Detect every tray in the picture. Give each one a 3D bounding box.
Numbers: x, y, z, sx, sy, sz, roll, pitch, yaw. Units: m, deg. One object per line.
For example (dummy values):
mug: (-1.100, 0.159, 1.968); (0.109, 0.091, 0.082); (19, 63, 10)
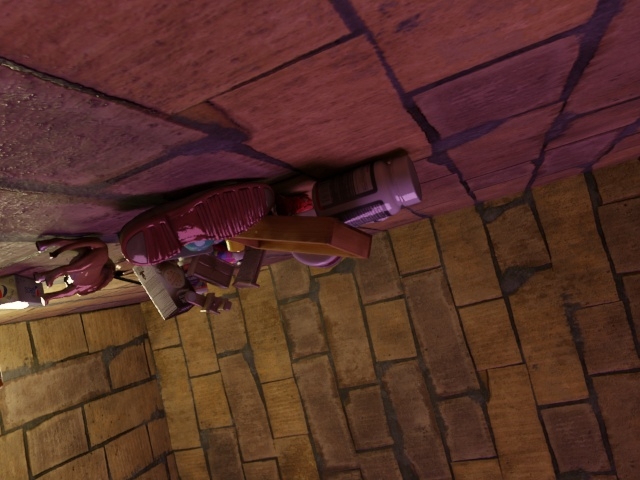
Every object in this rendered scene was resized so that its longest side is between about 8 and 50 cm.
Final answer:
tray: (-0.085, -0.016, 1.349); (0.411, 0.076, 0.203); (5, 171, 36)

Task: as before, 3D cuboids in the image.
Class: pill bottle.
pill bottle: (0.000, 0.000, 1.994); (0.224, 0.224, 0.392); (-15, 174, 4)
pill bottle: (-0.553, 0.136, 2.075); (0.108, 0.193, 0.108); (-15, 174, -2)
pill bottle: (0.133, -0.133, 1.382); (0.283, 0.161, 0.161); (-16, 174, 21)

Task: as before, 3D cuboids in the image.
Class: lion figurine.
lion figurine: (-0.701, 0.074, 1.439); (0.240, 0.142, 0.392); (-19, 174, -37)

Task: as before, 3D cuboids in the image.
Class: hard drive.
hard drive: (-0.541, 0.044, 1.738); (0.203, 0.040, 0.307); (-10, -177, -36)

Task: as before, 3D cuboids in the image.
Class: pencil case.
pencil case: (-0.440, 0.061, 2.107); (0.104, 0.104, 0.236); (-18, 174, 29)

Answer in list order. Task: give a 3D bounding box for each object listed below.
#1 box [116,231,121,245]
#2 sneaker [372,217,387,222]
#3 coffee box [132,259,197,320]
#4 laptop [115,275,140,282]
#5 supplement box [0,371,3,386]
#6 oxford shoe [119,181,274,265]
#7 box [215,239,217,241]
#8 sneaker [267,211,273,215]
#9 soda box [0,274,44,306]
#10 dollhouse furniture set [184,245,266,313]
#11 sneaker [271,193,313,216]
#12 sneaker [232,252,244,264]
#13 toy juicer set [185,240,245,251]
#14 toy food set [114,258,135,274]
box: (-0.513, -0.023, 1.434); (0.179, 0.043, 0.105); (-20, 172, 28)
sneaker: (0.182, -0.109, 2.036); (0.235, 0.094, 0.153); (-6, -171, 41)
coffee box: (-0.604, 0.174, 1.914); (0.098, 0.246, 0.141); (-38, 172, 24)
laptop: (-0.834, 0.138, 2.291); (0.264, 0.136, 0.234); (-39, -178, -17)
supplement box: (-0.986, 0.245, 1.270); (0.195, 0.357, 0.194); (-12, 173, -27)
oxford shoe: (-0.311, -0.073, 1.223); (0.397, 0.140, 0.146); (-20, -147, -22)
box: (-0.446, 0.002, 1.900); (0.136, 0.028, 0.081); (-13, 174, -35)
sneaker: (-0.172, -0.086, 1.670); (0.058, 0.052, 0.135); (2, 158, -35)
soda box: (-1.094, 0.191, 1.760); (0.091, 0.098, 0.286); (-13, 174, -14)
dollhouse furniture set: (-0.336, 0.110, 1.807); (0.174, 0.303, 0.355); (29, 155, -34)
sneaker: (-0.080, -0.119, 1.481); (0.128, 0.087, 0.221); (-22, -172, -14)
sneaker: (-0.306, 0.021, 2.176); (0.090, 0.095, 0.235); (-24, -171, 34)
toy juicer set: (-0.394, -0.026, 1.585); (0.329, 0.089, 0.209); (-2, -165, 1)
toy food set: (-0.746, 0.081, 1.908); (0.132, 0.038, 0.192); (-20, 170, -12)
